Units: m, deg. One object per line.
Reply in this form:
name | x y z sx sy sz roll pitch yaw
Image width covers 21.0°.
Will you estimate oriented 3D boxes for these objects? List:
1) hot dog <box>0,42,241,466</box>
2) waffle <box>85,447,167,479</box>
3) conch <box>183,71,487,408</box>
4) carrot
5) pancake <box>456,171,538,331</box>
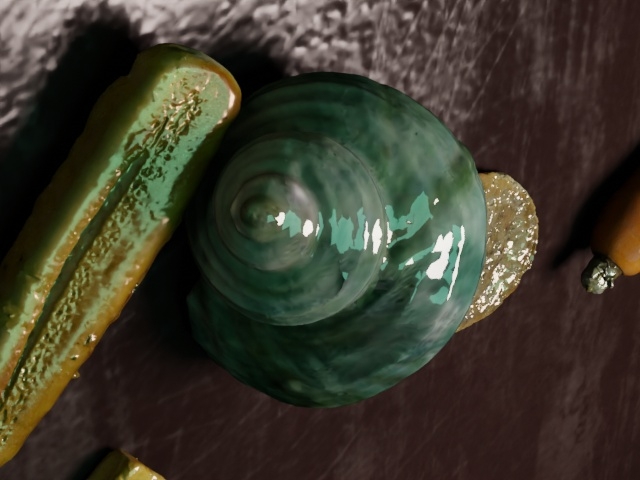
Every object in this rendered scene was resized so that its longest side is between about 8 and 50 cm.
hot dog | -0.147 0.010 1.024 0.088 0.061 0.286 36 90 -40
waffle | -0.125 0.229 1.224 0.125 0.032 0.191 -51 140 -9
conch | 0.000 0.000 1.102 0.220 0.195 0.277 -26 167 6
carrot | 0.323 -0.085 1.453 0.336 0.069 0.069 -51 141 -11
pancake | 0.117 0.011 1.333 0.139 0.022 0.139 -27 134 -33
